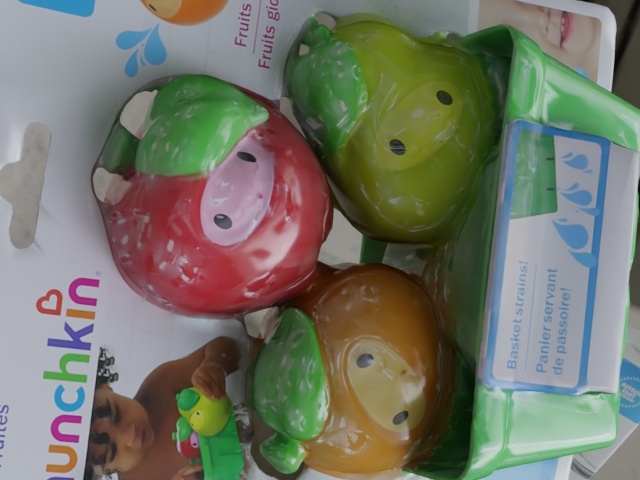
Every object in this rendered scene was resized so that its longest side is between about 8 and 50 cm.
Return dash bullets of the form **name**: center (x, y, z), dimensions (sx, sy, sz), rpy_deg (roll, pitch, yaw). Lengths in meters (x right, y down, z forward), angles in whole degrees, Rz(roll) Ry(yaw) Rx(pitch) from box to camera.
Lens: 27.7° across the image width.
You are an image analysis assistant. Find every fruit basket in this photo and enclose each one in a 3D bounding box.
- **fruit basket**: center (0.000, 0.000, 0.664), dimensions (0.165, 0.353, 0.327), rpy_deg (-2, -100, 60)

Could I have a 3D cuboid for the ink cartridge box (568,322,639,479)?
- **ink cartridge box**: center (0.146, 0.125, 0.901), dimensions (0.180, 0.104, 0.060), rpy_deg (-57, -173, 26)
